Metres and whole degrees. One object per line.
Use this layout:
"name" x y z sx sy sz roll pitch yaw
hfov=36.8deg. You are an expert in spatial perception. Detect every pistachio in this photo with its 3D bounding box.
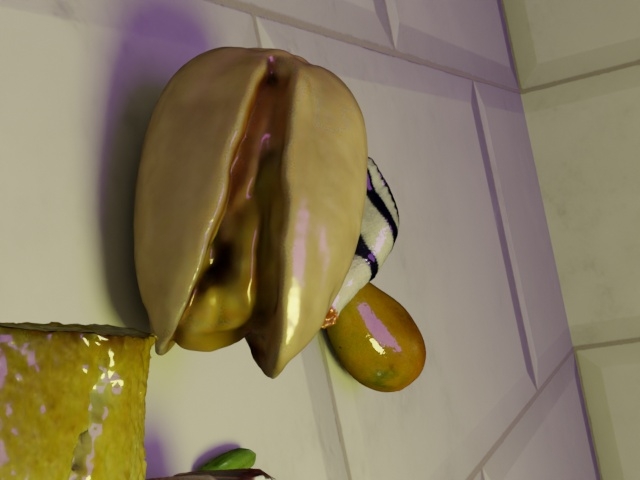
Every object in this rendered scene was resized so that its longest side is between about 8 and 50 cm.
"pistachio" -0.060 -0.035 0.788 0.187 0.188 0.299 49 43 -48

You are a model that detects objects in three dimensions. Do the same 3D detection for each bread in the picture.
"bread" -0.193 0.092 0.410 0.257 0.186 0.124 11 74 -58

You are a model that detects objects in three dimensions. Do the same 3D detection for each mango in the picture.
"mango" 0.056 0.107 1.086 0.163 0.090 0.111 38 33 -43

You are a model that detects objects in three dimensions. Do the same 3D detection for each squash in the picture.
"squash" -0.078 0.192 0.817 0.089 0.027 0.027 -15 93 -68

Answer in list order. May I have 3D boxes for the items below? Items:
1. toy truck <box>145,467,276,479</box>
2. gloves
"toy truck" -0.080 0.297 0.658 0.135 0.114 0.270 24 60 -68
"gloves" -0.011 -0.007 0.961 0.219 0.131 0.140 -28 125 -41
